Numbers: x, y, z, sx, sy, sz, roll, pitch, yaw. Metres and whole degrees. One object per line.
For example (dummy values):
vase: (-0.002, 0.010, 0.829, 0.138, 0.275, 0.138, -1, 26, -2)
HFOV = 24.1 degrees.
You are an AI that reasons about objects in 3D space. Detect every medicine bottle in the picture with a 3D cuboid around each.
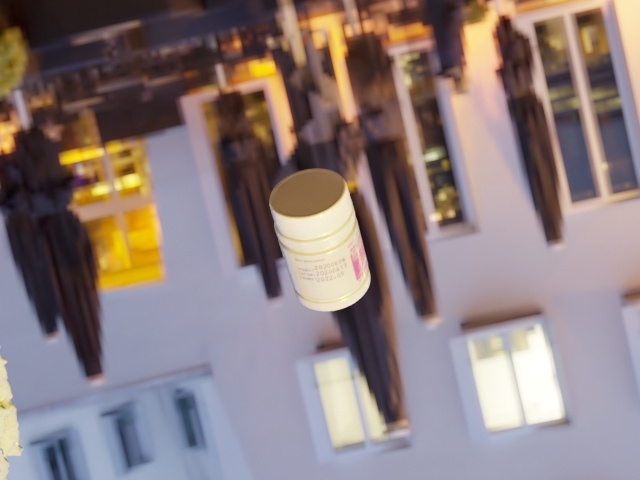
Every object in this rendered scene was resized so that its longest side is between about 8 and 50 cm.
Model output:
medicine bottle: (0.000, 0.000, 1.078, 0.058, 0.091, 0.058, -9, -140, 8)

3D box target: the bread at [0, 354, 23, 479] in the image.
bread: (-0.298, 0.129, 1.149, 0.232, 0.172, 0.064, -33, -157, 42)
